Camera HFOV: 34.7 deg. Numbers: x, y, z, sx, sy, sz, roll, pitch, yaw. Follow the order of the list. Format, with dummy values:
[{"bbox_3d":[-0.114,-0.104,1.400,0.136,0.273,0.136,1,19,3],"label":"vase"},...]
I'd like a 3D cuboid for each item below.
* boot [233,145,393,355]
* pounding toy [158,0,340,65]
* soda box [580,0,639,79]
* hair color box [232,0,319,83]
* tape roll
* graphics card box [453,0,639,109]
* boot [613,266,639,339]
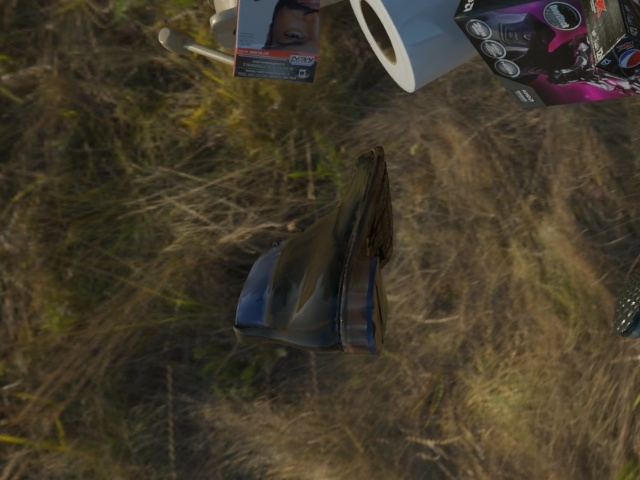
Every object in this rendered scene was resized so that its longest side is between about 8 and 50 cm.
[{"bbox_3d":[0.000,0.000,0.796,0.106,0.219,0.082,-3,129,11],"label":"boot"},{"bbox_3d":[-0.089,-0.320,1.516,0.269,0.154,0.155,-17,81,21],"label":"pounding toy"},{"bbox_3d":[0.346,-0.271,1.198,0.060,0.053,0.169,-50,31,46],"label":"soda box"},{"bbox_3d":[-0.048,-0.259,1.154,0.093,0.053,0.167,4,59,-7],"label":"hair color box"},{"bbox_3d":[0.170,-0.400,1.765,0.169,0.246,0.246,-30,82,-3],"label":"tape roll"},{"bbox_3d":[0.413,-0.317,1.530,0.371,0.233,0.094,1,57,44],"label":"graphics card box"},{"bbox_3d":[0.499,0.069,1.358,0.161,0.246,0.083,37,145,2],"label":"boot"}]
